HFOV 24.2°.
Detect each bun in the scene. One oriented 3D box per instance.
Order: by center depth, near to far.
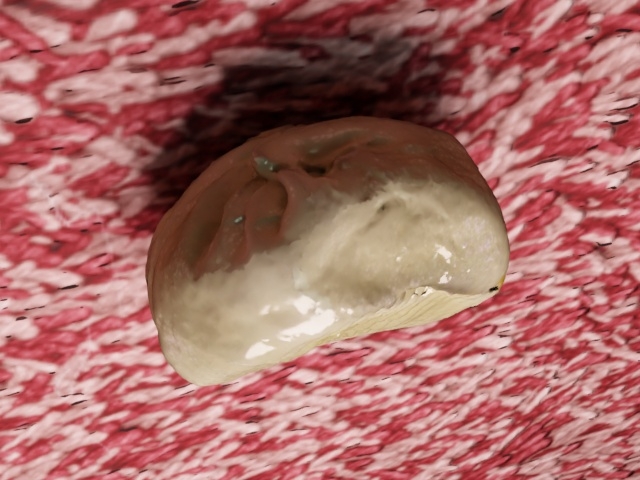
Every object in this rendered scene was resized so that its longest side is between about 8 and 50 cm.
[{"bbox_3d":[0.000,0.000,0.940,0.229,0.145,0.229,-19,177,-1],"label":"bun"}]
